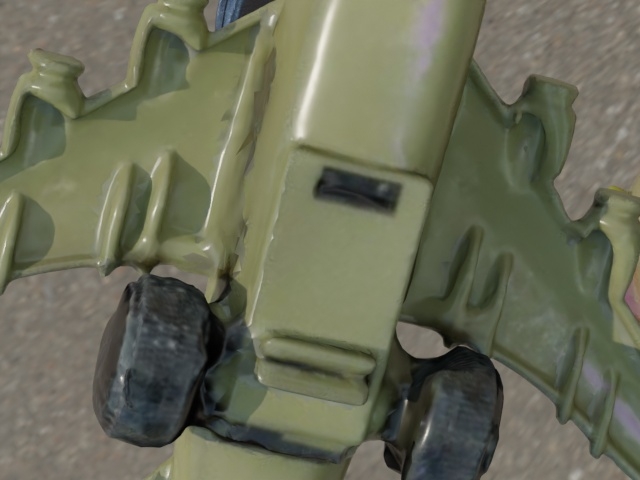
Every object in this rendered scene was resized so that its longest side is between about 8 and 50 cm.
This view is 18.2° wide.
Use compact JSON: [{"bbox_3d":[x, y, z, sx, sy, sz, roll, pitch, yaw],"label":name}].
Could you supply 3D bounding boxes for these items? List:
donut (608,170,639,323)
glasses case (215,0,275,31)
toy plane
[{"bbox_3d":[0.241,0.101,0.871,0.150,0.307,0.371,-22,80,-10],"label":"donut"},{"bbox_3d":[-0.022,-0.083,0.888,0.023,0.083,0.033,4,65,40],"label":"glasses case"},{"bbox_3d":[0.000,0.000,0.464,0.229,0.092,0.244,13,109,-10],"label":"toy plane"}]
